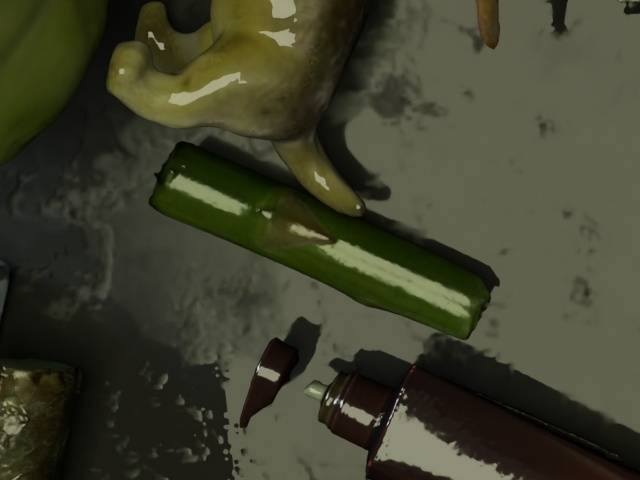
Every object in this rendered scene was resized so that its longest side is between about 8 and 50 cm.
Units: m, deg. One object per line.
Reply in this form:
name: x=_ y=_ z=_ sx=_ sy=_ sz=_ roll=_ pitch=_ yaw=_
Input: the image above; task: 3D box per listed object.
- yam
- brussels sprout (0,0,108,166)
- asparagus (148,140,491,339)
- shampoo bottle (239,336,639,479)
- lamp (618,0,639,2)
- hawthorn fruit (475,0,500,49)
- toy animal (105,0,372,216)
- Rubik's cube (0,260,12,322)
yam: x=-0.178 y=0.177 z=0.870 sx=0.061 sy=0.061 sz=0.253 roll=17 pitch=101 yaw=8
brussels sprout: x=-0.231 y=-0.153 z=0.710 sx=0.328 sy=0.247 sz=0.328 roll=8 pitch=63 yaw=-16
asparagus: x=0.000 y=0.000 z=0.824 sx=0.178 sy=0.045 sz=0.041 roll=24 pitch=56 yaw=3
shampoo bottle: x=0.076 y=0.111 z=0.811 sx=0.236 sy=0.067 sz=0.068 roll=25 pitch=91 yaw=7
lamp: x=0.235 y=-0.174 z=0.649 sx=0.284 sy=0.250 sz=0.250 roll=-37 pitch=89 yaw=5
hawthorn fruit: x=0.048 y=-0.201 z=0.588 sx=0.210 sy=0.210 sz=0.262 roll=-18 pitch=69 yaw=12
toy animal: x=-0.008 y=-0.145 z=0.773 sx=0.168 sy=0.121 sz=0.233 roll=24 pitch=104 yaw=-4
Rubik's cube: x=-0.298 y=0.088 z=0.808 sx=0.205 sy=0.207 sz=0.205 roll=17 pitch=99 yaw=10
